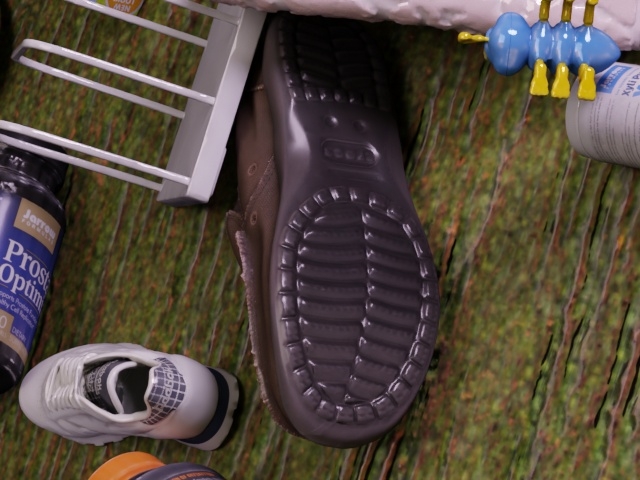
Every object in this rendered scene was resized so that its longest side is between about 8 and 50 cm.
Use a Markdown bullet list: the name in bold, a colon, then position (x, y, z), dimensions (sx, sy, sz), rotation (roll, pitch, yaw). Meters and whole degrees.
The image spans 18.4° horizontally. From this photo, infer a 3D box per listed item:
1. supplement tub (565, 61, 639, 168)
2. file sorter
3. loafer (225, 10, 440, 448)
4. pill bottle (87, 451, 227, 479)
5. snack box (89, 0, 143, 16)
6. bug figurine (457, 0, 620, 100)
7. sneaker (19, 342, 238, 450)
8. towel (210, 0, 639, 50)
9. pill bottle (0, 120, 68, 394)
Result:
- **supplement tub**: position (0.226, -0.081, 1.326), dimensions (0.107, 0.071, 0.071), rotation (14, 85, 42)
- **file sorter**: position (-0.139, -0.185, 1.567), dimensions (0.193, 0.173, 0.277), rotation (-179, 107, -78)
- **loafer**: position (0.000, 0.000, 1.483), dimensions (0.130, 0.134, 0.366), rotation (131, 145, -49)
- **pill bottle**: position (-0.081, 0.247, 1.450), dimensions (0.246, 0.130, 0.130), rotation (33, 98, 43)
- **snack box**: position (-0.193, -0.315, 1.710), dimensions (0.070, 0.174, 0.207), rotation (39, 103, 46)
- **bug figurine**: position (0.213, -0.212, 1.324), dimensions (0.216, 0.072, 0.279), rotation (9, 78, 3)
- **sneaker**: position (-0.175, 0.118, 1.603), dimensions (0.235, 0.095, 0.090), rotation (-4, 74, 43)
- **towel**: position (0.093, -0.305, 1.429), dimensions (0.332, 0.053, 0.317), rotation (8, 83, 14)
- **pill bottle**: position (-0.290, 0.013, 1.707), dimensions (0.123, 0.123, 0.219), rotation (-11, 55, 39)
